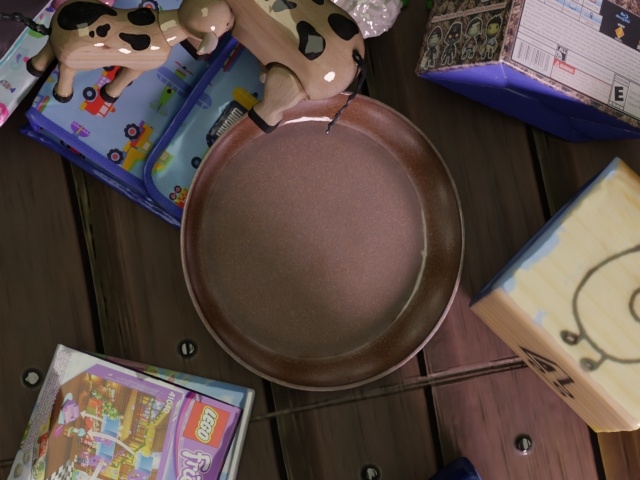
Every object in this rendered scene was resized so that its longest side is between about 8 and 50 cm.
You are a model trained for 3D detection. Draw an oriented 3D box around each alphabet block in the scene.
[{"bbox_3d":[0.292,0.061,1.547,0.197,0.193,0.192,44,85,4],"label":"alphabet block"}]

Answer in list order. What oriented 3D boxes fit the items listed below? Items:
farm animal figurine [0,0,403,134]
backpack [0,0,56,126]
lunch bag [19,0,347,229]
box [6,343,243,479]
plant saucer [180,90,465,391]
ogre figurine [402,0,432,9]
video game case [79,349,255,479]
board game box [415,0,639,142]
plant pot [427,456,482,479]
[{"bbox_3d":[-0.088,-0.234,1.440,0.326,0.172,0.330,33,53,-11],"label":"farm animal figurine"},{"bbox_3d":[-0.377,-0.236,1.551,0.225,0.253,0.191,-53,131,-6],"label":"backpack"},{"bbox_3d":[-0.132,-0.134,1.610,0.293,0.138,0.221,33,80,-10],"label":"lunch bag"},{"bbox_3d":[-0.221,0.275,1.543,0.201,0.057,0.293,20,83,3],"label":"box"},{"bbox_3d":[0.000,0.000,1.580,0.310,0.050,0.311,0,90,-20],"label":"plant saucer"},{"bbox_3d":[0.109,-0.310,1.648,0.197,0.097,0.118,7,100,14],"label":"ogre figurine"},{"bbox_3d":[-0.185,0.238,1.590,0.193,0.023,0.212,13,82,0],"label":"video game case"},{"bbox_3d":[0.256,-0.275,1.569,0.232,0.141,0.291,20,80,-32],"label":"board game box"},{"bbox_3d":[0.120,0.369,1.484,0.212,0.236,0.236,-33,84,1],"label":"plant pot"}]
